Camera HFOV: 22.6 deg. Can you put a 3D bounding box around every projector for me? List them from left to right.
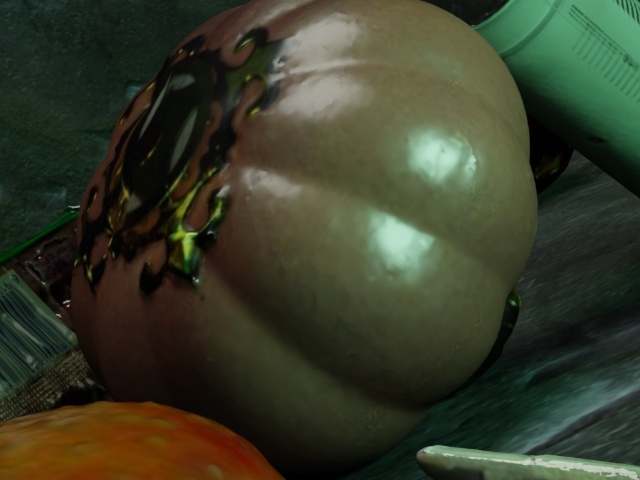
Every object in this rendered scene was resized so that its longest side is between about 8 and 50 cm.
[{"bbox_3d":[0.192,-0.113,1.085,0.108,0.108,0.337,-18,-31,35],"label":"projector"}]

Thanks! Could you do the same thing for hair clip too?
[{"bbox_3d":[0.125,0.093,0.549,0.214,0.056,0.062,-8,-5,31],"label":"hair clip"}]

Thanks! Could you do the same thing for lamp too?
[{"bbox_3d":[0.000,0.000,0.929,0.305,0.240,0.305,-33,41,34],"label":"lamp"}]

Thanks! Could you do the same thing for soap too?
[{"bbox_3d":[-0.184,0.083,1.045,0.098,0.218,0.273,-36,2,26],"label":"soap"}]

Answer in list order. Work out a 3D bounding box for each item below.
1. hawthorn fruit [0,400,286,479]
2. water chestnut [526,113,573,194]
[{"bbox_3d":[-0.071,0.119,0.344,0.189,0.189,0.189,-21,5,2],"label":"hawthorn fruit"},{"bbox_3d":[0.142,-0.156,1.791,0.300,0.300,0.300,-21,5,2],"label":"water chestnut"}]
